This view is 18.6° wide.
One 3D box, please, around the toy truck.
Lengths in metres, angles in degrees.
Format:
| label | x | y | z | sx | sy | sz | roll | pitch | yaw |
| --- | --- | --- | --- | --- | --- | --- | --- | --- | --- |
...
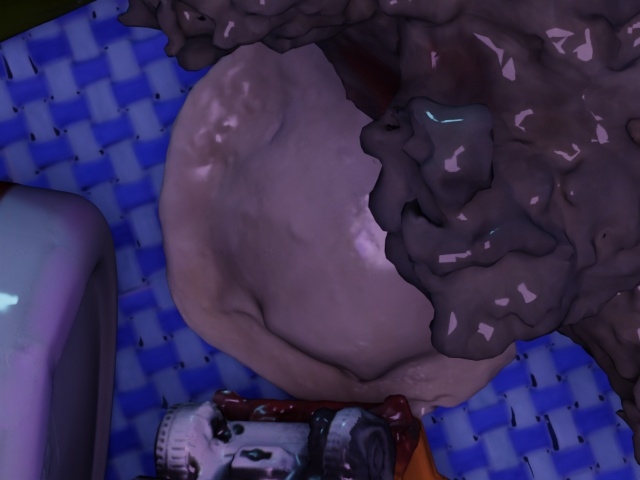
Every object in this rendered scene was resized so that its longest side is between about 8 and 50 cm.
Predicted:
| label | x | y | z | sx | sy | sz | roll | pitch | yaw |
| --- | --- | --- | --- | --- | --- | --- | --- | --- | --- |
| toy truck | -0.032 | 0.167 | 0.799 | 0.114 | 0.270 | 0.135 | -1 | 127 | 23 |

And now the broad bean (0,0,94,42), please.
| label | x | y | z | sx | sy | sz | roll | pitch | yaw |
| --- | --- | --- | --- | --- | --- | --- | --- | --- | --- |
| broad bean | -0.078 | -0.161 | 0.886 | 0.339 | 0.061 | 0.077 | -23 | 106 | 4 |

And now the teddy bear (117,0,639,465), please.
| label | x | y | z | sx | sy | sz | roll | pitch | yaw |
| --- | --- | --- | --- | --- | --- | --- | --- | --- | --- |
| teddy bear | 0.116 | -0.054 | 0.783 | 0.224 | 0.357 | 0.367 | 4 | 122 | 31 |

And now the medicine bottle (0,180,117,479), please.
| label | x | y | z | sx | sy | sz | roll | pitch | yaw |
| --- | --- | --- | --- | --- | --- | --- | --- | --- | --- |
| medicine bottle | -0.220 | 0.090 | 0.818 | 0.241 | 0.252 | 0.252 | 7 | 95 | 1 |

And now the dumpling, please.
| label | x | y | z | sx | sy | sz | roll | pitch | yaw |
| --- | --- | --- | --- | --- | --- | --- | --- | --- | --- |
| dumpling | -0.001 | -0.002 | 0.877 | 0.155 | 0.111 | 0.181 | -31 | 75 | 15 |
